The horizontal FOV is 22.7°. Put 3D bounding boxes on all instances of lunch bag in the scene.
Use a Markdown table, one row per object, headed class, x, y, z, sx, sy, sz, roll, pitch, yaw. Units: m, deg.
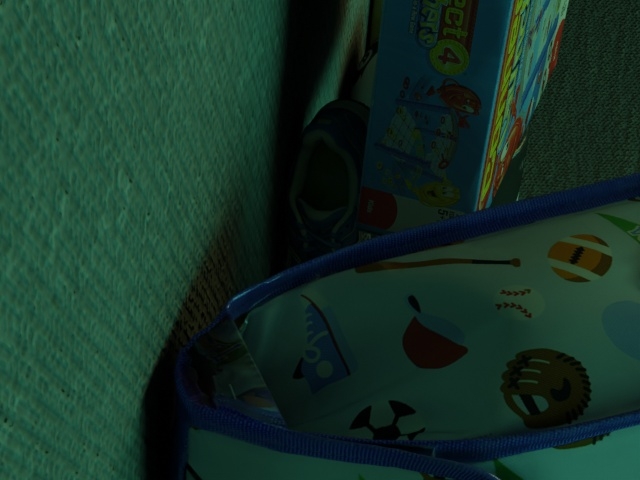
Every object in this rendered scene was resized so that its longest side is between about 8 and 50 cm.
| class | x | y | z | sx | sy | sz | roll | pitch | yaw |
| --- | --- | --- | --- | --- | --- | --- | --- | --- | --- |
| lunch bag | 0.092 | 0.164 | 0.997 | 0.239 | 0.386 | 0.327 | -119 | -154 | -46 |

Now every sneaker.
| class | x | y | z | sx | sy | sz | roll | pitch | yaw |
| --- | --- | --- | --- | --- | --- | --- | --- | --- | --- |
| sneaker | 0.000 | 0.000 | 1.206 | 0.081 | 0.080 | 0.211 | -27 | 119 | -70 |

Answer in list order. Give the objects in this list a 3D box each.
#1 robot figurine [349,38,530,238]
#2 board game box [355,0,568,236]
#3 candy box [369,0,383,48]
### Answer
| class | x | y | z | sx | sy | sz | roll | pitch | yaw |
| --- | --- | --- | --- | --- | --- | --- | --- | --- | --- |
| robot figurine | 0.104 | -0.076 | 1.501 | 0.278 | 0.174 | 0.209 | 93 | -7 | -45 |
| board game box | 0.125 | -0.198 | 1.165 | 0.302 | 0.086 | 0.308 | -60 | 161 | -51 |
| candy box | 0.080 | -0.204 | 1.585 | 0.109 | 0.053 | 0.186 | -72 | 168 | -49 |
